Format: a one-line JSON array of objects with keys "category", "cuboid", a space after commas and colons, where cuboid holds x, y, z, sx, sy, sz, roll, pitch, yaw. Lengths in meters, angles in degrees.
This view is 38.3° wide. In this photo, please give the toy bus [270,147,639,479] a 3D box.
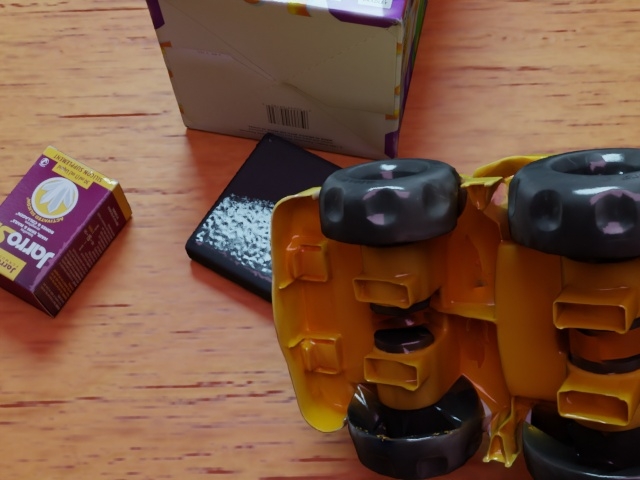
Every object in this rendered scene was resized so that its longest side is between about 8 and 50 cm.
[{"category": "toy bus", "cuboid": [0.114, 0.014, 0.466, 0.220, 0.150, 0.211, 2, 22, 29]}]

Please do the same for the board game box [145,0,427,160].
[{"category": "board game box", "cuboid": [0.005, -0.212, 0.589, 0.144, 0.142, 0.275, 10, 65, 7]}]

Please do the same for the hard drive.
[{"category": "hard drive", "cuboid": [0.000, 0.000, 0.551, 0.135, 0.022, 0.094, 28, 69, 15]}]

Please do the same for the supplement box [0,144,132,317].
[{"category": "supplement box", "cuboid": [-0.161, -0.006, 0.550, 0.055, 0.043, 0.083, 27, 69, 13]}]
